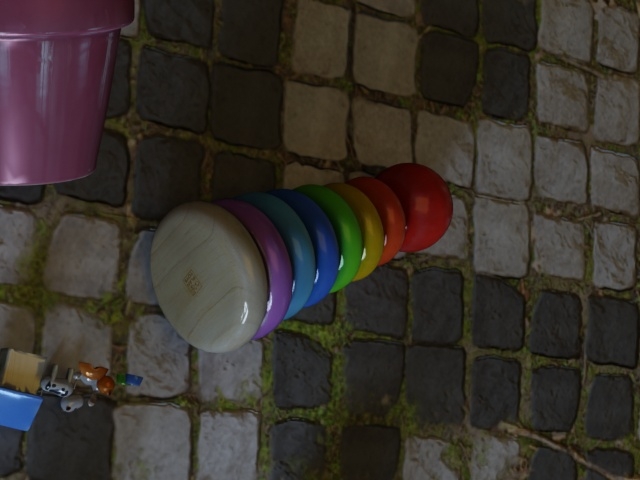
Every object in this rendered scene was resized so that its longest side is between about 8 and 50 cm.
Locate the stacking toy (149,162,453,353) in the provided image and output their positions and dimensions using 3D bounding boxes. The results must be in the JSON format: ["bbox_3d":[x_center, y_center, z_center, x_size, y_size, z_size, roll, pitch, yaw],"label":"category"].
[{"bbox_3d":[0.000,0.000,1.824,0.330,0.141,0.141,-18,95,-43],"label":"stacking toy"}]

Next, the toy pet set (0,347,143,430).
[{"bbox_3d":[-0.226,0.135,1.639,0.114,0.122,0.065,16,80,-18],"label":"toy pet set"}]

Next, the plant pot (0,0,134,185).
[{"bbox_3d":[-0.255,-0.146,1.612,0.201,0.201,0.180,-10,106,-37],"label":"plant pot"}]
